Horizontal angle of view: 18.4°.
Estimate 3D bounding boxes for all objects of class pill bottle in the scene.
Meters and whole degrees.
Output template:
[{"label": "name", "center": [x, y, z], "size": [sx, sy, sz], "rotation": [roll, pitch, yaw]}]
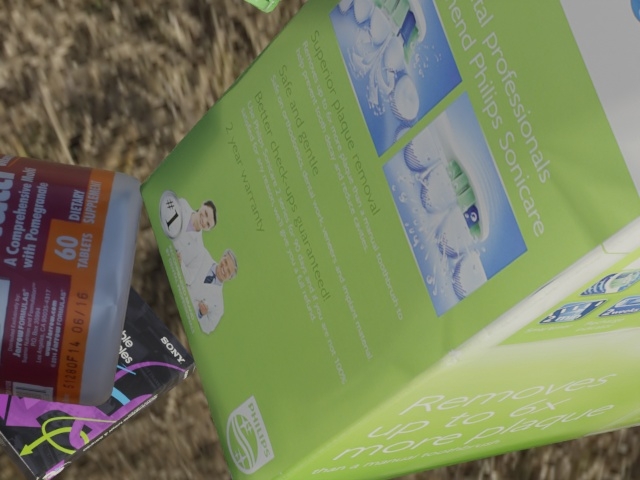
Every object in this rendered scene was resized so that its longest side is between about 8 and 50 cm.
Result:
[{"label": "pill bottle", "center": [-0.206, 0.010, 0.989], "size": [0.221, 0.121, 0.121], "rotation": [9, 68, -5]}]

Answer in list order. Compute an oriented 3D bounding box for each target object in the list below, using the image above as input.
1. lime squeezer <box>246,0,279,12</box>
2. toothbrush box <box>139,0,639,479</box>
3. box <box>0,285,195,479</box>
[{"label": "lime squeezer", "center": [-0.022, -0.162, 1.020], "size": [0.310, 0.110, 0.059], "rotation": [-31, 77, -42]}, {"label": "toothbrush box", "center": [0.104, -0.034, 0.577], "size": [0.206, 0.283, 0.122], "rotation": [-8, 69, -33]}, {"label": "box", "center": [-0.195, 0.102, 1.550], "size": [0.162, 0.029, 0.116], "rotation": [-36, 77, -26]}]
